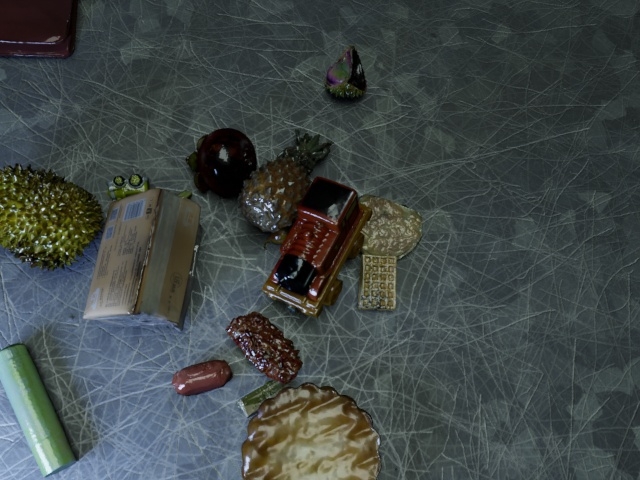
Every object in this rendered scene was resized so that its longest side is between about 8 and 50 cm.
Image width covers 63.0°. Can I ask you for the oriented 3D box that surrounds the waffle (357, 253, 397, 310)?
[{"bbox_3d":[0.152,0.111,1.381,0.103,0.042,0.147,4,83,-7],"label":"waffle"}]

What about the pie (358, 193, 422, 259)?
[{"bbox_3d":[0.172,-0.032,1.444,0.218,0.052,0.185,20,68,-2],"label":"pie"}]

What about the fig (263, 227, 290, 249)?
[{"bbox_3d":[-0.119,-0.006,1.403,0.083,0.050,0.050,-32,77,3],"label":"fig"}]

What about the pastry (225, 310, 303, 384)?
[{"bbox_3d":[-0.135,0.261,1.272,0.208,0.097,0.115,42,62,10],"label":"pastry"}]

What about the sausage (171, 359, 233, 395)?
[{"bbox_3d":[-0.279,0.326,1.243,0.141,0.076,0.076,-13,73,-11],"label":"sausage"}]

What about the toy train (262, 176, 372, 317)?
[{"bbox_3d":[0.000,0.000,1.299,0.163,0.231,0.369,22,68,19],"label":"toy train"}]

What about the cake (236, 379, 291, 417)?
[{"bbox_3d":[-0.138,0.380,1.270,0.140,0.055,0.051,-23,73,-33],"label":"cake"}]

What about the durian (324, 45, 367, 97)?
[{"bbox_3d":[0.072,-0.488,1.585,0.108,0.119,0.186,-14,54,27],"label":"durian"}]

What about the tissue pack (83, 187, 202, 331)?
[{"bbox_3d":[-0.399,0.059,1.273,0.239,0.238,0.305,7,70,-5],"label":"tissue pack"}]

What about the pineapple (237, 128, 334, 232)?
[{"bbox_3d":[-0.076,-0.172,1.401,0.175,0.175,0.361,34,49,5],"label":"pineapple"}]

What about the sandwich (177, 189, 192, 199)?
[{"bbox_3d":[-0.375,-0.105,1.403,0.031,0.083,0.044,31,113,-1],"label":"sandwich"}]

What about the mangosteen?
[{"bbox_3d":[-0.267,-0.208,1.396,0.200,0.200,0.199,2,70,-7],"label":"mangosteen"}]

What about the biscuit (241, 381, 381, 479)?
[{"bbox_3d":[-0.021,0.494,1.203,0.326,0.107,0.325,1,71,-4],"label":"biscuit"}]

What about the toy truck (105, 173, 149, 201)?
[{"bbox_3d":[-0.508,-0.132,1.381,0.111,0.076,0.076,-8,92,-10],"label":"toy truck"}]

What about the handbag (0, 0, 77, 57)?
[{"bbox_3d":[-0.844,-0.663,1.513,0.260,0.084,0.275,-3,71,-8],"label":"handbag"}]

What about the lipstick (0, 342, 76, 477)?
[{"bbox_3d":[-0.647,0.376,1.175,0.076,0.076,0.304,-28,76,-16],"label":"lipstick"}]

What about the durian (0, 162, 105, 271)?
[{"bbox_3d":[-0.676,-0.056,1.242,0.293,0.258,0.258,18,69,4],"label":"durian"}]
